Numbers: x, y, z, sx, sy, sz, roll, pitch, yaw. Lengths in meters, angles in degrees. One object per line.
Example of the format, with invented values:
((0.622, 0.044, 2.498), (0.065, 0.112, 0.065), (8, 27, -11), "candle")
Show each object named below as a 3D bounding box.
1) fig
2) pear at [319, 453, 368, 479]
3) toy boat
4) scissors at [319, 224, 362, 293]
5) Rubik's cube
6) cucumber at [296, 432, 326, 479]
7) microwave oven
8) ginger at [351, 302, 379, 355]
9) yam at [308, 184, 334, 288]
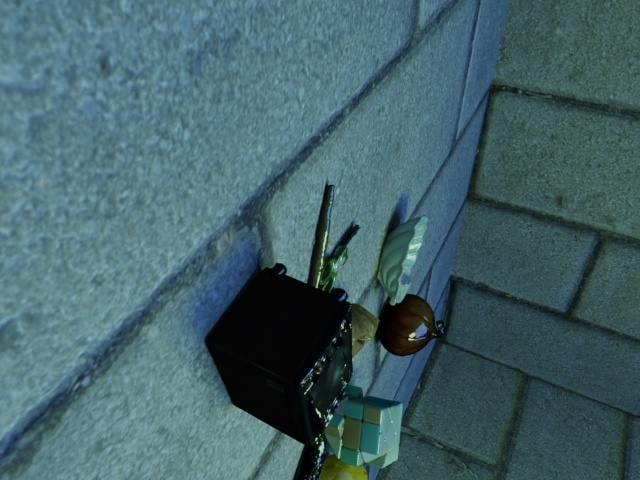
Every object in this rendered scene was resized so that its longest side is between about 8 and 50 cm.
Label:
((0.314, 0.311, 1.848), (0.235, 0.214, 0.235), (-55, 179, -1), "fig")
((0.064, 0.781, 1.654), (0.178, 0.177, 0.178), (-51, 151, -43), "pear")
((0.247, 0.051, 1.589), (0.199, 0.100, 0.291), (-17, 122, -64), "toy boat")
((0.044, 0.037, 1.172), (0.204, 0.027, 0.101), (-53, 154, -36), "scissors")
((0.127, 0.572, 1.598), (0.265, 0.212, 0.225), (21, 74, -58), "Rubik's cube")
((-0.031, 0.647, 1.444), (0.245, 0.067, 0.067), (-69, 159, -1), "cucumber")
((-0.045, 0.196, 0.858), (0.178, 0.188, 0.248), (-57, 154, -35), "microwave oven")
((0.046, 0.215, 1.189), (0.354, 0.126, 0.190), (-9, 110, -65), "ginger")
((0.001, 0.000, 1.041), (0.027, 0.029, 0.234), (-93, -169, -69), "yam")
